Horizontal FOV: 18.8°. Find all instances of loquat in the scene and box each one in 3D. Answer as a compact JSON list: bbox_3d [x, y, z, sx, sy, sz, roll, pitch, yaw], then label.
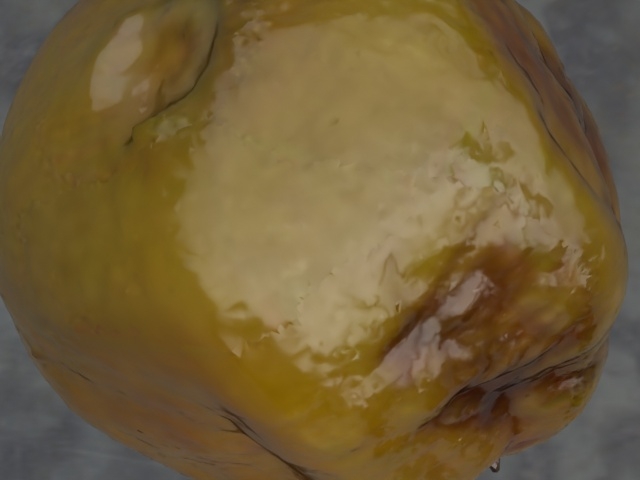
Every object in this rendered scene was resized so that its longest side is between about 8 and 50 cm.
[{"bbox_3d":[0.000,0.000,0.394,0.137,0.137,0.113,27,45,-23],"label":"loquat"}]
